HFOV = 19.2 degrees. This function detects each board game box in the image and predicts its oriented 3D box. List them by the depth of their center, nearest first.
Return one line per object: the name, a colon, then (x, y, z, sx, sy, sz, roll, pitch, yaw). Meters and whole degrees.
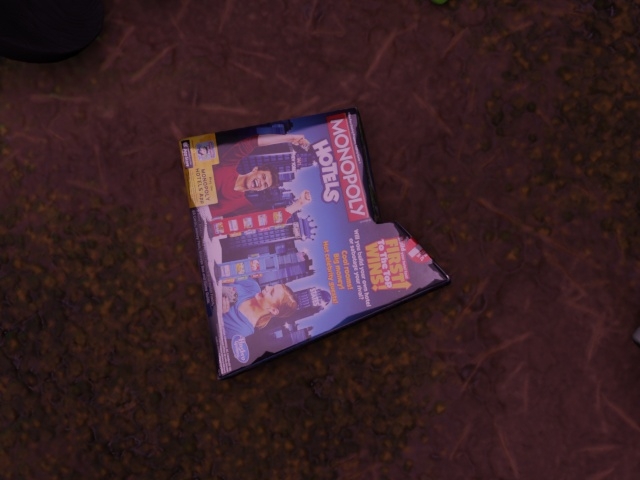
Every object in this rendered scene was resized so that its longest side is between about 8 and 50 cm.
board game box: (0.000, 0.000, 1.504, 0.194, 0.060, 0.194, -9, 86, 4)

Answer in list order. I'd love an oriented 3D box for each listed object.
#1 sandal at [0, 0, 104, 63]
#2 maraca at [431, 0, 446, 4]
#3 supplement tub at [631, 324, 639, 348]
sandal: (-0.313, -0.310, 1.413, 0.107, 0.167, 0.446, -27, 114, 37)
maraca: (0.074, -0.269, 1.496, 0.186, 0.099, 0.127, 36, 93, -20)
supplement tub: (0.381, 0.023, 1.400, 0.191, 0.191, 0.272, 41, 91, 6)
